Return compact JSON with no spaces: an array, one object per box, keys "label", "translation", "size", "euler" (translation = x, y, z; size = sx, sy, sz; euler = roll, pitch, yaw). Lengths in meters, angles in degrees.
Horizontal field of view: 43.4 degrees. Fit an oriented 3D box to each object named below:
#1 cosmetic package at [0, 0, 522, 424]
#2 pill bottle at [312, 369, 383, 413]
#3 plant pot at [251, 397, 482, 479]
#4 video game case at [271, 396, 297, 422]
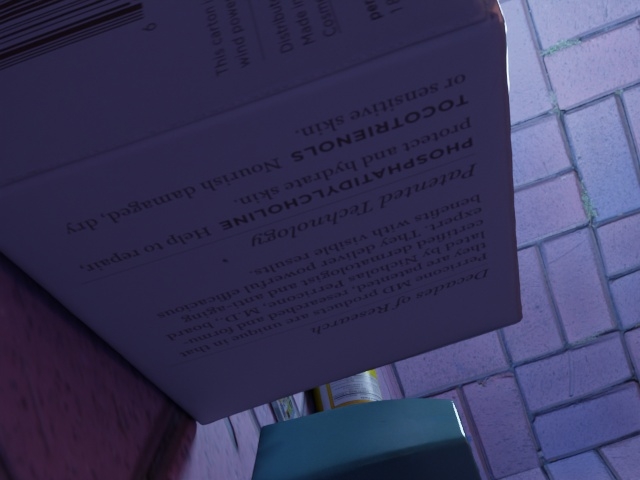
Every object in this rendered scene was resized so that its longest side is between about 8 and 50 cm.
[{"label":"cosmetic package","translation":[-0.046,-0.099,0.670],"size":[0.394,0.327,0.330],"euler":[64,8,-57]},{"label":"pill bottle","translation":[0.048,0.273,1.387],"size":[0.117,0.117,0.215],"euler":[65,8,-46]},{"label":"plant pot","translation":[0.065,0.283,0.914],"size":[0.165,0.234,0.166],"euler":[-85,155,-77]},{"label":"video game case","translation":[-0.047,0.244,1.115],"size":[0.087,0.011,0.122],"euler":[-66,136,-81]}]
